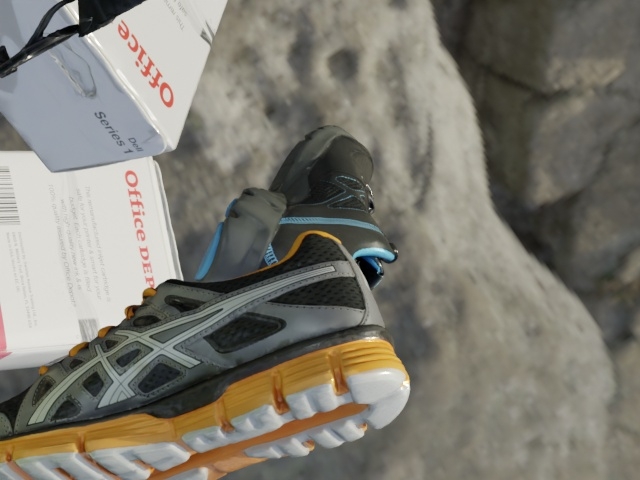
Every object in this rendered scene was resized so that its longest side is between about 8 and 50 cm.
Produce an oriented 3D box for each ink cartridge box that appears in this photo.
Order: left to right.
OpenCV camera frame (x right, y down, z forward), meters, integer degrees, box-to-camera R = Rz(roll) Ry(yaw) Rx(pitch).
[{"bbox_3d":[-0.221,0.016,1.284,0.218,0.158,0.092,-3,166,-42],"label":"ink cartridge box"},{"bbox_3d":[-0.129,-0.171,0.945,0.092,0.219,0.160,-9,135,28],"label":"ink cartridge box"}]

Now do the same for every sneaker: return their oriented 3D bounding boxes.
[{"bbox_3d":[-0.068,0.062,0.715,0.215,0.083,0.084,-17,153,11],"label":"sneaker"},{"bbox_3d":[0.000,0.000,1.500,0.139,0.341,0.125,29,116,4],"label":"sneaker"}]

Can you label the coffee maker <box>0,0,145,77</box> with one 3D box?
[{"bbox_3d":[-0.108,-0.187,0.703,0.171,0.120,0.178,-35,104,-12],"label":"coffee maker"}]
